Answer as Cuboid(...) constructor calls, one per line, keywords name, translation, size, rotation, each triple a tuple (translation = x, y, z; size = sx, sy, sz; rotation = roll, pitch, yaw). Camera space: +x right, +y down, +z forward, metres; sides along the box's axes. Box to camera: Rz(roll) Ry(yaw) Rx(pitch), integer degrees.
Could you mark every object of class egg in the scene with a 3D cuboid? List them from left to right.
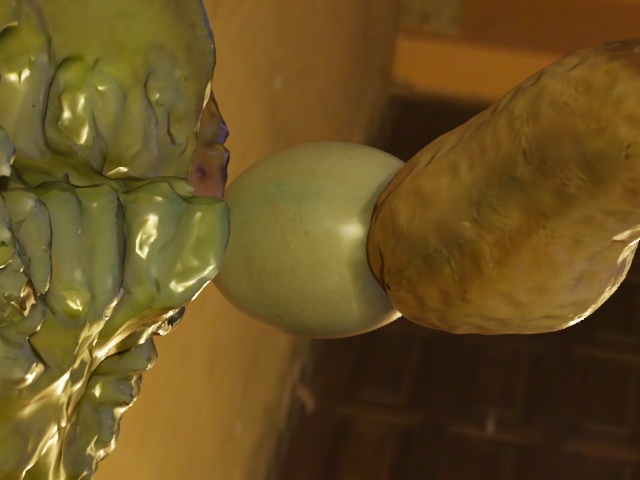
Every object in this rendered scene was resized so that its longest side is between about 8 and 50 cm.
Cuboid(name="egg", translation=(0.000, 0.000, 1.131), size=(0.114, 0.152, 0.114), rotation=(8, 81, -61))

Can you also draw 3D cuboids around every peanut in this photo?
Cuboid(name="peanut", translation=(0.126, -0.026, 0.988), size=(0.110, 0.236, 0.120), rotation=(5, 64, -51))

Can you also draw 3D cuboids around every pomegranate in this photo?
Cuboid(name="pomegranate", translation=(-0.135, -0.019, 0.551), size=(0.340, 0.260, 0.260), rotation=(10, 89, -62))
